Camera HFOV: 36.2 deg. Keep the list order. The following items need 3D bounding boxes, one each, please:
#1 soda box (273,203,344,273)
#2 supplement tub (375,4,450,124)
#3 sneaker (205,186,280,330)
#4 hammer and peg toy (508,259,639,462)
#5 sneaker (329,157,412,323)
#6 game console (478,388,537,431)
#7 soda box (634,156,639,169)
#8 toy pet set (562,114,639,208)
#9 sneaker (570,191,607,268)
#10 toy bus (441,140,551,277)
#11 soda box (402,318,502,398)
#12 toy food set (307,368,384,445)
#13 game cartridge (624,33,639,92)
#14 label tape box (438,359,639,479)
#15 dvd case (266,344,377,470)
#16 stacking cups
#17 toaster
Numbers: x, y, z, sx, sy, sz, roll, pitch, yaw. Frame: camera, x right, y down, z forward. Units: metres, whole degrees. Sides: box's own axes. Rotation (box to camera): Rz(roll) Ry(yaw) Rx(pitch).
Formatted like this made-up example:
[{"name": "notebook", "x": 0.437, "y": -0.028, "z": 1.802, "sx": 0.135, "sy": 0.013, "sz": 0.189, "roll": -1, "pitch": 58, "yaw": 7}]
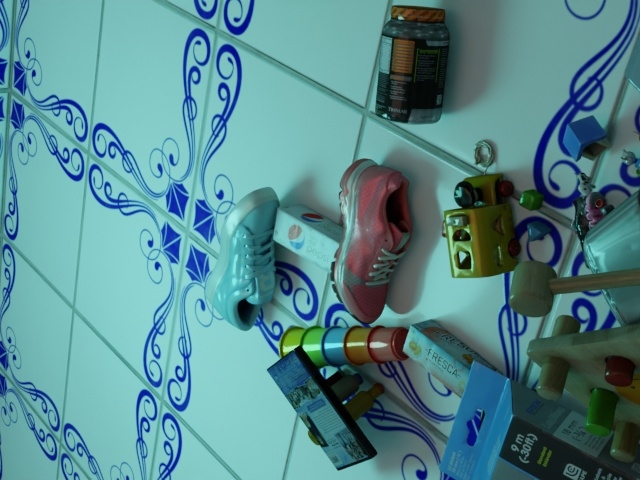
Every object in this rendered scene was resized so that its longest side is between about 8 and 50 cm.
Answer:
[{"name": "soda box", "x": 0.000, "y": 0.000, "z": 1.956, "sx": 0.216, "sy": 0.069, "sz": 0.074, "roll": 30, "pitch": 120, "yaw": 41}, {"name": "supplement tub", "x": 0.157, "y": -0.299, "z": 1.666, "sx": 0.117, "sy": 0.117, "sz": 0.191, "roll": 23, "pitch": 115, "yaw": 44}, {"name": "sneaker", "x": -0.134, "y": 0.049, "z": 2.091, "sx": 0.150, "sy": 0.135, "sz": 0.366, "roll": 46, "pitch": 140, "yaw": 25}, {"name": "hammer and peg toy", "x": 0.418, "y": 0.166, "z": 1.306, "sx": 0.266, "sy": 0.361, "sz": 0.127, "roll": -16, "pitch": 42, "yaw": 48}, {"name": "sneaker", "x": 0.103, "y": 0.011, "z": 1.803, "sx": 0.136, "sy": 0.115, "sz": 0.314, "roll": 14, "pitch": 109, "yaw": 46}, {"name": "game console", "x": 0.336, "y": 0.305, "z": 1.645, "sx": 0.122, "sy": 0.071, "sz": 0.107, "roll": 3, "pitch": 140, "yaw": 34}, {"name": "soda box", "x": 0.532, "y": -0.077, "z": 1.298, "sx": 0.210, "sy": 0.071, "sz": 0.067, "roll": 40, "pitch": 127, "yaw": 29}, {"name": "toy pet set", "x": 0.411, "y": -0.128, "z": 1.430, "sx": 0.122, "sy": 0.065, "sz": 0.114, "roll": -44, "pitch": 52, "yaw": 30}, {"name": "sneaker", "x": 0.408, "y": -0.014, "z": 1.499, "sx": 0.057, "sy": 0.047, "sz": 0.119, "roll": -2, "pitch": 89, "yaw": 56}, {"name": "toy bus", "x": 0.256, "y": -0.032, "z": 1.620, "sx": 0.202, "sy": 0.104, "sz": 0.191, "roll": 49, "pitch": 132, "yaw": 30}, {"name": "soda box", "x": 0.232, "y": 0.215, "z": 1.741, "sx": 0.183, "sy": 0.058, "sz": 0.063, "roll": 37, "pitch": 124, "yaw": 37}, {"name": "toy food set", "x": 0.036, "y": 0.334, "z": 1.995, "sx": 0.111, "sy": 0.104, "sz": 0.232, "roll": 50, "pitch": 152, "yaw": 11}, {"name": "game cartridge", "x": 0.546, "y": -0.227, "z": 1.279, "sx": 0.297, "sy": 0.062, "sz": 0.198, "roll": 38, "pitch": 122, "yaw": 38}, {"name": "label tape box", "x": 0.338, "y": 0.377, "z": 1.552, "sx": 0.333, "sy": 0.106, "sz": 0.241, "roll": 25, "pitch": 118, "yaw": 25}, {"name": "dvd case", "x": -0.001, "y": 0.330, "z": 1.912, "sx": 0.253, "sy": 0.022, "sz": 0.180, "roll": 54, "pitch": 151, "yaw": 5}, {"name": "stacking cups", "x": 0.049, "y": 0.215, "z": 1.929, "sx": 0.316, "sy": 0.096, "sz": 0.096, "roll": -6, "pitch": 94, "yaw": 49}, {"name": "toaster", "x": 0.474, "y": 0.037, "z": 1.368, "sx": 0.146, "sy": 0.129, "sz": 0.227, "roll": -41, "pitch": 70, "yaw": 50}]
